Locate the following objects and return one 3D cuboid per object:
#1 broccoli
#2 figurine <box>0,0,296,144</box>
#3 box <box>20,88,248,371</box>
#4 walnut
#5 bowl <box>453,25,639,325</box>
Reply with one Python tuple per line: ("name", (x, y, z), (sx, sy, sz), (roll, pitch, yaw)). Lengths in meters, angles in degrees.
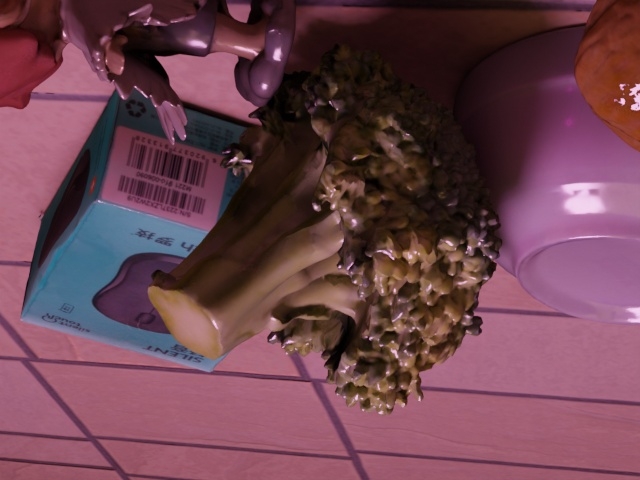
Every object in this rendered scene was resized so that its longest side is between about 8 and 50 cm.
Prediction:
("broccoli", (0.020, -0.002, 1.288), (0.235, 0.260, 0.288), (12, 140, 14))
("figurine", (-0.216, -0.164, 1.235), (0.387, 0.166, 0.207), (8, -168, -11))
("box", (-0.136, 0.001, 1.577), (0.205, 0.118, 0.311), (19, 153, -15))
("walnut", (0.250, -0.122, 1.152), (0.167, 0.149, 0.166), (-19, 162, -6))
("bowl", (0.235, -0.030, 1.352), (0.287, 0.143, 0.287), (8, 155, 4))
